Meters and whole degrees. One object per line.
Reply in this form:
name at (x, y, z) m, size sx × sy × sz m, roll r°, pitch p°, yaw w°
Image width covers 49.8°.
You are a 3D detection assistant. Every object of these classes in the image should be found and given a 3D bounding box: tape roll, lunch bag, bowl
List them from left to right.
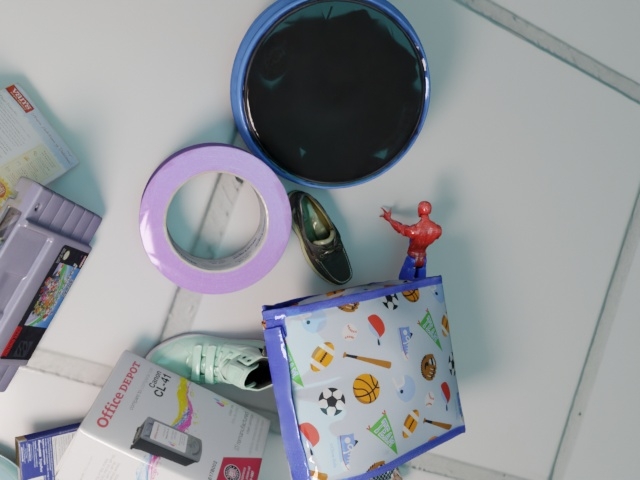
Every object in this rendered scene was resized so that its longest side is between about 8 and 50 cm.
tape roll at (-0.196, -0.042, 1.284) m, size 0.275 × 0.090 × 0.274 m, roll -3°, pitch 102°, yaw -13°
bowl at (0.025, -0.282, 1.315) m, size 0.391 × 0.077 × 0.391 m, roll -3°, pitch 110°, yaw -8°
lunch bag at (0.060, 0.248, 1.275) m, size 0.385 × 0.239 × 0.327 m, roll -10°, pitch 88°, yaw -47°

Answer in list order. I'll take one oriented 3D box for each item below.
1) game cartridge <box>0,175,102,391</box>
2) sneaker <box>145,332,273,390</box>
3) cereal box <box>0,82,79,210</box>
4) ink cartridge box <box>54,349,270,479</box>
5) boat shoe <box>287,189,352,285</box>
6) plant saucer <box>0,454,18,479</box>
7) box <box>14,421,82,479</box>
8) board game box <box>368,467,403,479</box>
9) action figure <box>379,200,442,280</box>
game cartridge at (-0.503, 0.086, 1.138) m, size 0.068 × 0.230 × 0.355 m, roll 26°, pitch 83°, yaw 16°
sneaker at (-0.196, 0.232, 1.293) m, size 0.256 × 0.151 × 0.094 m, roll -2°, pitch 95°, yaw -19°
cereal box at (-0.526, -0.144, 1.126) m, size 0.047 × 0.240 × 0.173 m, roll -26°, pitch 106°, yaw 29°
ink cartridge box at (-0.259, 0.357, 1.195) m, size 0.306 × 0.226 × 0.131 m, roll 29°, pitch 115°, yaw -9°
boat shoe at (0.001, -0.001, 1.393) m, size 0.080 × 0.073 × 0.223 m, roll -33°, pitch 103°, yaw -15°
plant saucer at (-0.651, 0.505, 1.199) m, size 0.318 × 0.044 × 0.317 m, roll -1°, pitch 93°, yaw -20°
box at (-0.431, 0.400, 1.258) m, size 0.225 × 0.036 × 0.136 m, roll -5°, pitch 95°, yaw -35°
board game box at (0.063, 0.443, 1.459) m, size 0.165 × 0.042 × 0.243 m, roll -23°, pitch 100°, yaw -18°
action figure at (0.183, 0.036, 1.465) m, size 0.092 × 0.139 × 0.280 m, roll -2°, pitch 116°, yaw -23°
